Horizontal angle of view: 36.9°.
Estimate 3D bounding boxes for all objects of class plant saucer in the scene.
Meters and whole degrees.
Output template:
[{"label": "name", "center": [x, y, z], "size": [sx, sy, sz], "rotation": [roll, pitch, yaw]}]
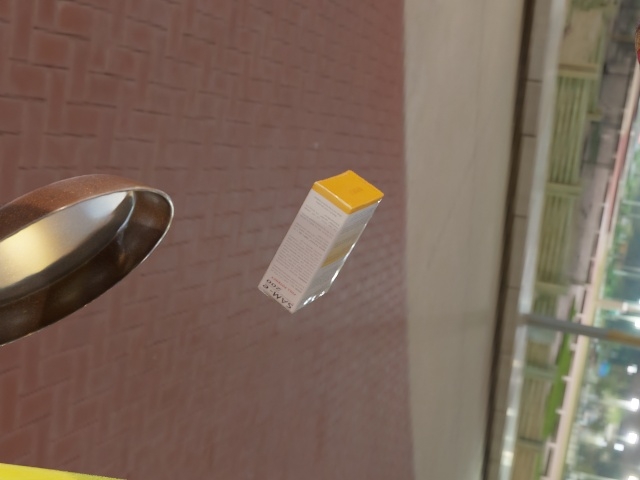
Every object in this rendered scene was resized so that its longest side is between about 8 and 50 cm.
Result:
[{"label": "plant saucer", "center": [-0.169, 0.011, 0.584], "size": [0.168, 0.029, 0.168], "rotation": [-34, 166, -10]}]

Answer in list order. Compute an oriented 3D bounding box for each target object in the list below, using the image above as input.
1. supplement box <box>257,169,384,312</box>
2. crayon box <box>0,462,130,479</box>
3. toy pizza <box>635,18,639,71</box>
[{"label": "supplement box", "center": [0.000, 0.000, 0.717], "size": [0.098, 0.036, 0.062], "rotation": [-60, 164, 24]}, {"label": "crayon box", "center": [-0.042, 0.272, 0.401], "size": [0.106, 0.363, 0.313], "rotation": [107, -9, -60]}, {"label": "toy pizza", "center": [0.328, -0.106, 0.827], "size": [0.032, 0.201, 0.201], "rotation": [-35, 161, 6]}]
